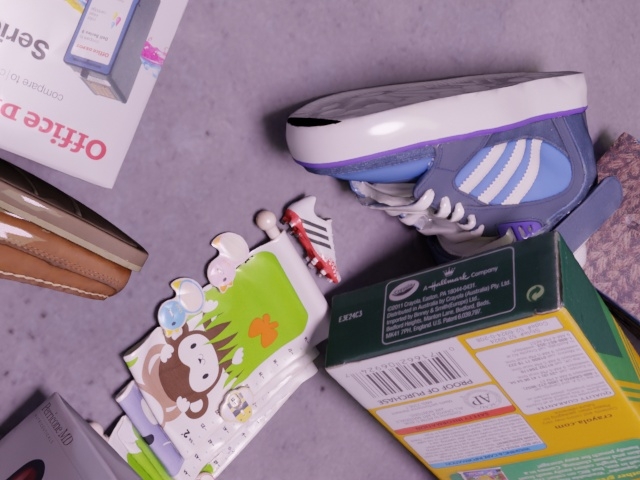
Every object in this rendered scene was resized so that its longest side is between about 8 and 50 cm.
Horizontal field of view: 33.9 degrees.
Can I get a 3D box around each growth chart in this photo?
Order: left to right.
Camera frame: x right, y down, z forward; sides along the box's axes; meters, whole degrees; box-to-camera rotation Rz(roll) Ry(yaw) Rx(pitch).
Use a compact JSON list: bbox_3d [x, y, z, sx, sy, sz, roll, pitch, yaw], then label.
[{"bbox_3d":[-0.080,0.105,0.836,0.237,0.021,0.172,-50,125,-15],"label":"growth chart"}]

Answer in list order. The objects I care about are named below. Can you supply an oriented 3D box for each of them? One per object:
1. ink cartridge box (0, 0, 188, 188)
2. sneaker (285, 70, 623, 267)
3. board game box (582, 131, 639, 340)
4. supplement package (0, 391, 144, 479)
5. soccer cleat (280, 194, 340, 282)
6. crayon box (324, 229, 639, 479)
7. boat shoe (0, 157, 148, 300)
[{"bbox_3d":[-0.170,-0.158,0.646,0.154,0.093,0.212,23,91,-39],"label":"ink cartridge box"},{"bbox_3d":[0.117,-0.012,0.877,0.322,0.130,0.236,-15,108,-39],"label":"sneaker"},{"bbox_3d":[0.390,0.064,1.025,0.141,0.232,0.291,-50,127,5],"label":"board game box"},{"bbox_3d":[-0.179,0.248,0.679,0.203,0.194,0.149,-42,125,-12],"label":"supplement package"},{"bbox_3d":[0.000,0.000,0.860,0.035,0.029,0.083,-42,119,-15],"label":"soccer cleat"},{"bbox_3d":[0.173,0.139,0.913,0.323,0.203,0.083,49,35,-38],"label":"crayon box"},{"bbox_3d":[-0.255,-0.017,0.623,0.307,0.110,0.104,26,91,-29],"label":"boat shoe"}]
